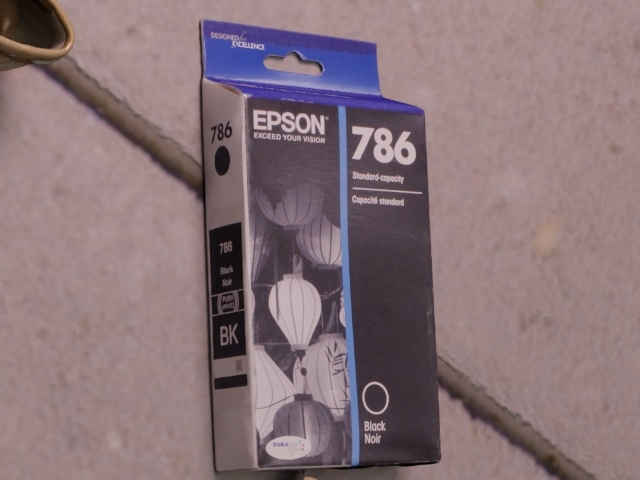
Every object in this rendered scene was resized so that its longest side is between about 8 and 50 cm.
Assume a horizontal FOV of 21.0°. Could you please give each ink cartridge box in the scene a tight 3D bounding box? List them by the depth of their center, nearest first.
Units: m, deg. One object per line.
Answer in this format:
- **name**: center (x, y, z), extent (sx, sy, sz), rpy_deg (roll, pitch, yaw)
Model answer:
- **ink cartridge box**: center (0.000, 0.000, 1.251), extent (0.165, 0.065, 0.332), rpy_deg (2, 80, -33)

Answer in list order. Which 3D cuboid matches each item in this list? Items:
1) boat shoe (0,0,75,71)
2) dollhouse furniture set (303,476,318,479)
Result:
- **boat shoe**: center (-0.260, -0.190, 1.032), extent (0.285, 0.089, 0.104), rpy_deg (34, 68, -52)
- **dollhouse furniture set**: center (0.095, 0.294, 1.179), extent (0.242, 0.212, 0.161), rpy_deg (51, 52, -48)
